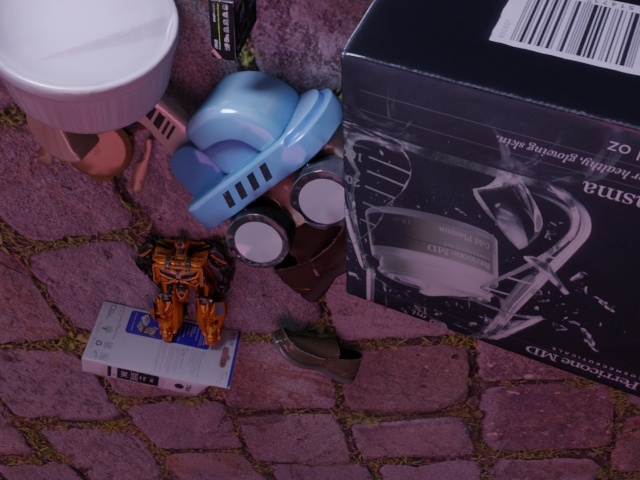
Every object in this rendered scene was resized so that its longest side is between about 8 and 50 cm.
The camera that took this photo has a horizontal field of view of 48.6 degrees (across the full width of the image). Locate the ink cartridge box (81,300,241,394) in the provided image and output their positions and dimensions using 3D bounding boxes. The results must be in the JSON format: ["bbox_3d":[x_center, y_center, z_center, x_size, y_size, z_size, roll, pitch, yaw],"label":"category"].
[{"bbox_3d":[-0.358,0.253,1.624,0.332,0.166,0.065,13,136,-5],"label":"ink cartridge box"}]

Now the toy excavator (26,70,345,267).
[{"bbox_3d":[-0.193,-0.171,1.158,0.432,0.222,0.445,-31,112,29],"label":"toy excavator"}]

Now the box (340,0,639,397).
[{"bbox_3d":[0.297,-0.089,0.946,0.479,0.298,0.472,18,147,17],"label":"box"}]

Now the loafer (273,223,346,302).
[{"bbox_3d":[0.000,0.000,1.323,0.130,0.134,0.366,24,140,-10],"label":"loafer"}]

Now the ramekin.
[{"bbox_3d":[-0.336,-0.273,1.013,0.272,0.273,0.127,10,148,-3],"label":"ramekin"}]

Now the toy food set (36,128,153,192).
[{"bbox_3d":[-0.403,-0.168,1.283,0.191,0.039,0.133,17,119,-13],"label":"toy food set"}]

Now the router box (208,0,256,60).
[{"bbox_3d":[-0.125,-0.331,1.018,0.038,0.123,0.092,10,136,5],"label":"router box"}]

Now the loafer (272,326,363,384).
[{"bbox_3d":[-0.003,0.250,1.644,0.251,0.094,0.087,28,109,-32],"label":"loafer"}]

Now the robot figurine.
[{"bbox_3d":[-0.286,0.106,1.520,0.210,0.085,0.291,4,136,2],"label":"robot figurine"}]
